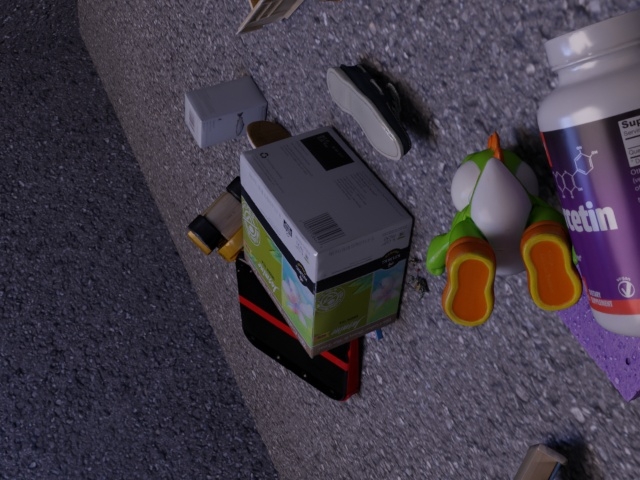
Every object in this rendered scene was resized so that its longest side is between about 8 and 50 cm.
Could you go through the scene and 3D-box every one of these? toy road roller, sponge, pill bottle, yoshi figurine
[{"bbox_3d":[-0.218,-0.014,2.273,0.240,0.202,0.329,45,172,-6],"label":"toy road roller"},{"bbox_3d":[0.387,0.107,1.135,0.210,0.031,0.117,57,155,32],"label":"sponge"},{"bbox_3d":[0.341,-0.073,0.874,0.181,0.181,0.323,-4,106,68],"label":"pill bottle"},{"bbox_3d":[0.241,0.001,1.102,0.203,0.203,0.362,-53,10,24],"label":"yoshi figurine"}]

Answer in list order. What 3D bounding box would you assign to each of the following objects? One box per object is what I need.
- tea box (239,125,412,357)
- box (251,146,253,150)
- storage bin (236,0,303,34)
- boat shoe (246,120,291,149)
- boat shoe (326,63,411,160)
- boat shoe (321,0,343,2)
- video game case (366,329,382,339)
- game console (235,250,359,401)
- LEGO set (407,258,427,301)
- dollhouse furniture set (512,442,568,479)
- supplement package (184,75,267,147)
[{"bbox_3d":[0.000,0.000,1.725,0.329,0.220,0.324,52,154,38],"label":"tea box"},{"bbox_3d":[-0.121,-0.141,2.150,0.186,0.038,0.145,48,151,42],"label":"box"},{"bbox_3d":[-0.133,-0.584,1.656,0.260,0.123,0.262,-15,95,69],"label":"storage bin"},{"bbox_3d":[-0.095,-0.180,1.965,0.277,0.098,0.096,52,152,35],"label":"boat shoe"},{"bbox_3d":[0.098,-0.234,1.468,0.254,0.079,0.095,52,156,44],"label":"boat shoe"},{"bbox_3d":[0.026,-0.531,1.338,0.113,0.103,0.302,46,149,46],"label":"boat shoe"},{"bbox_3d":[0.088,0.164,1.945,0.166,0.015,0.119,9,118,67],"label":"video game case"},{"bbox_3d":[-0.060,0.224,2.128,0.386,0.060,0.342,29,140,27],"label":"game console"},{"bbox_3d":[0.192,0.076,1.608,0.054,0.023,0.083,32,125,55],"label":"LEGO set"},{"bbox_3d":[0.432,0.499,1.340,0.303,0.198,0.286,30,170,14],"label":"dollhouse furniture set"},{"bbox_3d":[-0.238,-0.322,2.071,0.105,0.179,0.105,58,157,27],"label":"supplement package"}]
